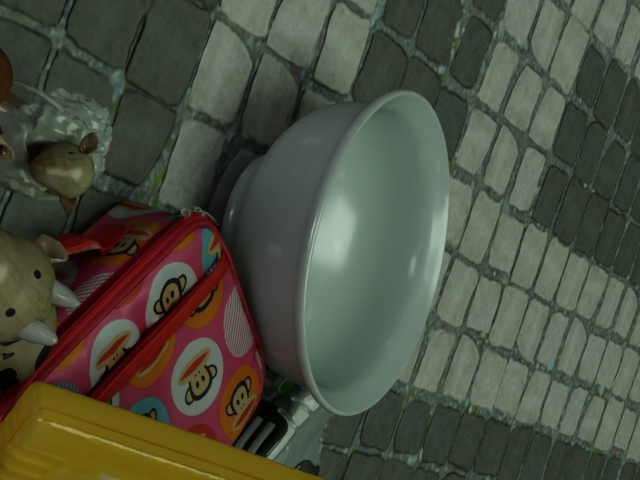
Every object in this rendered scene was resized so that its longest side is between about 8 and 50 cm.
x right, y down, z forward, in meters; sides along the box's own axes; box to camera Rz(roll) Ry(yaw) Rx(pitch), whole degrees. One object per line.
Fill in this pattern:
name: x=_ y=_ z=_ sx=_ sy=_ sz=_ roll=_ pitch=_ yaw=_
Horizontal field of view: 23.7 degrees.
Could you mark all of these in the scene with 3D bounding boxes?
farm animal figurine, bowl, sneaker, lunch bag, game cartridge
farm animal figurine: x=-0.237 y=0.043 z=0.925 sx=0.330 sy=0.172 sz=0.327 roll=-59 pitch=173 yaw=-1
bowl: x=0.000 y=0.000 z=1.384 sx=0.298 sy=0.134 sz=0.298 roll=-39 pitch=135 yaw=-53
sneaker: x=-0.009 y=0.163 z=1.528 sx=0.228 sy=0.086 sz=0.132 roll=-46 pitch=145 yaw=-22
lunch bag: x=-0.177 y=0.107 z=1.199 sx=0.293 sy=0.120 sz=0.258 roll=-48 pitch=137 yaw=-37
game cartridge: x=-0.166 y=0.256 z=1.083 sx=0.285 sy=0.052 sz=0.323 roll=24 pitch=121 yaw=-33
